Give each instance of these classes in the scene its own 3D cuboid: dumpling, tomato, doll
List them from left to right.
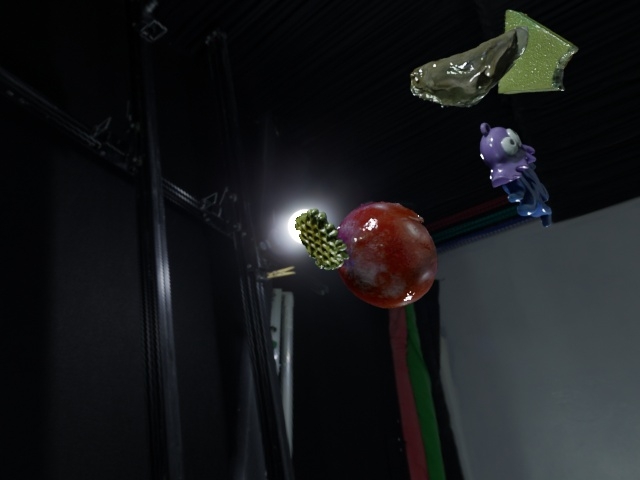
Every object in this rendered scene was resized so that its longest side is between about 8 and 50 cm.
[{"bbox_3d":[0.161,0.037,1.173,0.177,0.290,0.334,-11,-105,-44],"label":"tomato"},{"bbox_3d":[0.382,-0.452,1.102,0.086,0.333,0.165,12,-107,-46],"label":"dumpling"},{"bbox_3d":[0.309,-0.103,0.640,0.206,0.067,0.109,46,-128,-18],"label":"doll"}]

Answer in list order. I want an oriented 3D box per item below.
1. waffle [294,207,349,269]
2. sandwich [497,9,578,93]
[{"bbox_3d":[0.000,0.000,1.034,0.036,0.184,0.169,-33,-85,-25],"label":"waffle"},{"bbox_3d":[0.657,-0.575,1.228,0.063,0.212,0.244,-15,-69,-36],"label":"sandwich"}]
